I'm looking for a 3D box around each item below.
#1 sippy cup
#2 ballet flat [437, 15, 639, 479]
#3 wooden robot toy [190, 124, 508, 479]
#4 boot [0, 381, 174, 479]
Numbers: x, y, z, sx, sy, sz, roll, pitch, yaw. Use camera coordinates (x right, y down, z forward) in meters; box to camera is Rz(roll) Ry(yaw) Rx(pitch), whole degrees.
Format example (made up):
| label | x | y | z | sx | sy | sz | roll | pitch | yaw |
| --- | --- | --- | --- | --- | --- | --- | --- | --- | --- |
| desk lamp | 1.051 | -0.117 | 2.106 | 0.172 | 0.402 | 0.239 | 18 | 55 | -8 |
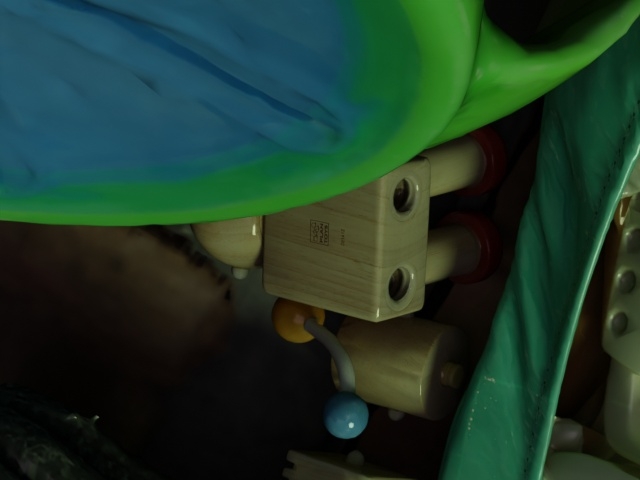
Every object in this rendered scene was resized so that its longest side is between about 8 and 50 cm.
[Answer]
| label | x | y | z | sx | sy | sz | roll | pitch | yaw |
| --- | --- | --- | --- | --- | --- | --- | --- | --- | --- |
| sippy cup | -0.073 | -0.145 | 0.388 | 0.240 | 0.305 | 0.224 | -4 | 69 | 31 |
| ballet flat | 0.086 | 0.035 | 0.502 | 0.083 | 0.087 | 0.247 | 3 | 104 | -31 |
| wooden robot toy | 0.000 | 0.000 | 0.526 | 0.079 | 0.076 | 0.173 | 12 | 105 | 34 |
| boot | -0.059 | 0.225 | 0.521 | 0.260 | 0.131 | 0.348 | 26 | 107 | -6 |
